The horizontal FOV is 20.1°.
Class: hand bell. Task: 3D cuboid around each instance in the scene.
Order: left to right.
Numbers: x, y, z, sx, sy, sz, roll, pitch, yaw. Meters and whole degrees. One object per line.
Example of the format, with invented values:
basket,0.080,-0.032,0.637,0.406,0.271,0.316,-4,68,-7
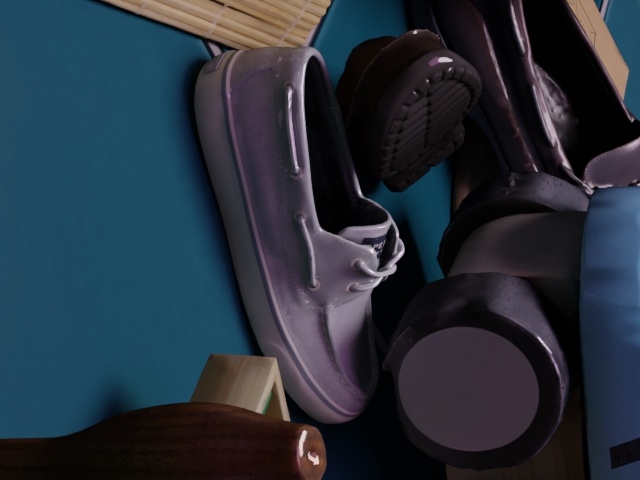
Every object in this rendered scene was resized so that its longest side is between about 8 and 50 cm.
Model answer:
hand bell,-0.108,0.078,0.616,0.126,0.242,0.126,25,61,-57

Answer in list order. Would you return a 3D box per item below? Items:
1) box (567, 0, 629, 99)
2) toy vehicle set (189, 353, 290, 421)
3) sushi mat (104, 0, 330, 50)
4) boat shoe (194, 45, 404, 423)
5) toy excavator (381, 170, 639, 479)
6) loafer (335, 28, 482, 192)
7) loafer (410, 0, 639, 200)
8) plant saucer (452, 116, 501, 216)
box,0.194,-0.152,1.414,0.164,0.021,0.201,59,26,-21
toy vehicle set,-0.060,0.203,0.835,0.267,0.035,0.166,-69,156,-45
sushi mat,-0.056,-0.178,0.918,0.019,0.151,0.316,46,16,25
boat shoe,0.000,-0.001,1.006,0.079,0.081,0.227,-46,122,-56
toy excavator,0.291,0.173,1.096,0.222,0.445,0.432,-54,139,-63
loafer,0.039,-0.082,1.069,0.078,0.080,0.220,50,-6,8
loafer,0.179,-0.073,1.260,0.302,0.095,0.109,54,47,-13
plant saucer,0.175,0.017,1.372,0.278,0.041,0.277,27,59,-57
